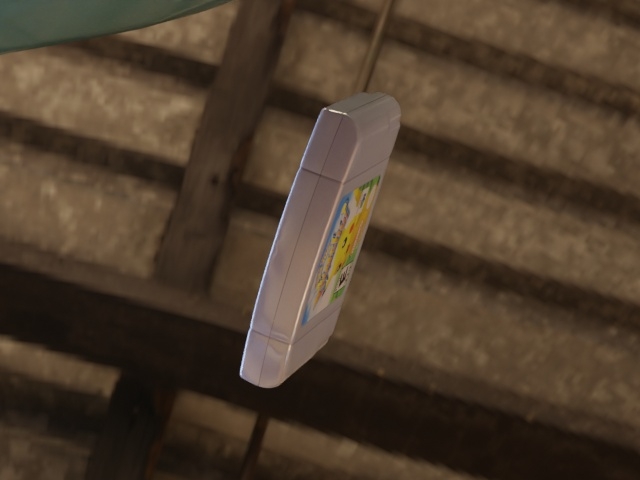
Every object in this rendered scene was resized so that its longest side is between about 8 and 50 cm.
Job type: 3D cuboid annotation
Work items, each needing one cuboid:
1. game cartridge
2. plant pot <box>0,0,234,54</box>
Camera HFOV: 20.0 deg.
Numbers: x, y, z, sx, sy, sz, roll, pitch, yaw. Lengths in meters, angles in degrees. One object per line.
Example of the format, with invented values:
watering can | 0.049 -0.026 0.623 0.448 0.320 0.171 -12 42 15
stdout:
game cartridge | 0.000 0.000 0.521 0.017 0.083 0.056 22 -163 15
plant pot | -0.052 -0.173 0.684 0.234 0.165 0.165 -12 -93 -33
